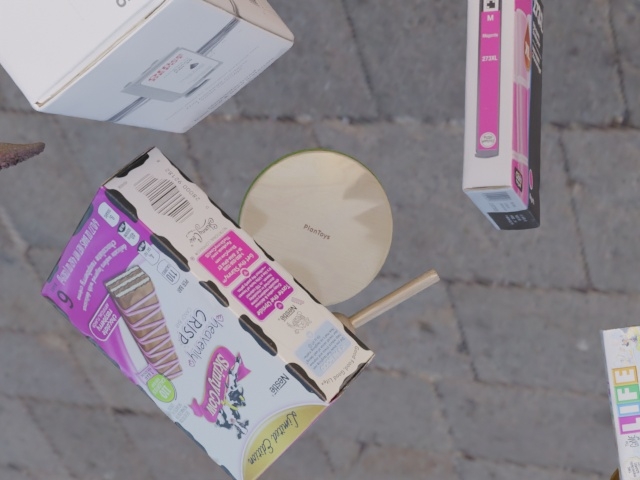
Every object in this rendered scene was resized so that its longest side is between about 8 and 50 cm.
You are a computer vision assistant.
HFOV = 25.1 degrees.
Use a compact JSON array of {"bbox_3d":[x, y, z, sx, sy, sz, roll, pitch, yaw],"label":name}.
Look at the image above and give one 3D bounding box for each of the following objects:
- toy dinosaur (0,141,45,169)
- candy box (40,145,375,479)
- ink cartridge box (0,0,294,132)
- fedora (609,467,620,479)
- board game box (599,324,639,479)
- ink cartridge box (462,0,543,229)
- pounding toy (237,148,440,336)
[{"bbox_3d":[-0.324,-0.055,1.039,0.127,0.200,0.295,-31,150,21],"label":"toy dinosaur"},{"bbox_3d":[-0.093,0.064,1.108,0.233,0.071,0.159,42,137,4],"label":"candy box"},{"bbox_3d":[-0.148,-0.187,0.922,0.117,0.283,0.207,-38,84,10],"label":"ink cartridge box"},{"bbox_3d":[0.401,0.263,1.501,0.194,0.194,0.079,15,129,12],"label":"fedora"},{"bbox_3d":[0.342,0.159,1.435,0.103,0.154,0.026,-8,179,4],"label":"board game box"},{"bbox_3d":[0.216,-0.212,1.679,0.069,0.371,0.176,-4,165,19],"label":"ink cartridge box"},{"bbox_3d":[0.000,0.000,1.698,0.237,0.183,0.110,53,174,-15],"label":"pounding toy"}]
